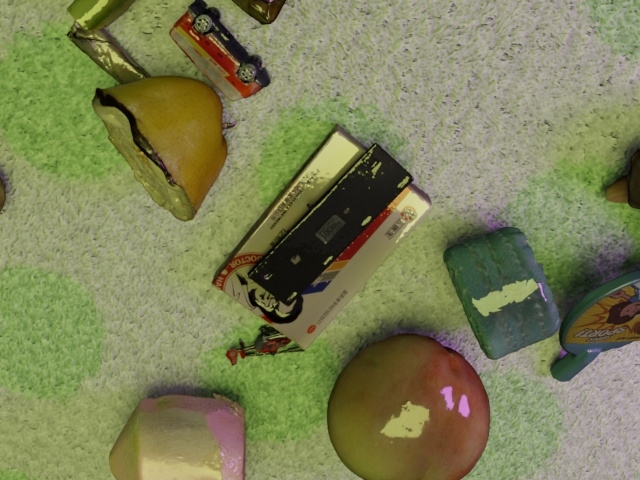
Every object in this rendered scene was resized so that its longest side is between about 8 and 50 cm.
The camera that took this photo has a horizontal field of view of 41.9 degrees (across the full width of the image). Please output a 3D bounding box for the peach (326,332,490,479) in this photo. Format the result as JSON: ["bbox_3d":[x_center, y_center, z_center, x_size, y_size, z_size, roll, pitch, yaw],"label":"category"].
[{"bbox_3d":[0.159,0.305,1.472,0.292,0.247,0.292,9,129,11],"label":"peach"}]

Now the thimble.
[{"bbox_3d":[0.309,0.090,1.428,0.143,0.198,0.235,-22,135,5],"label":"thimble"}]

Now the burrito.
[{"bbox_3d":[-0.337,-0.294,1.354,0.051,0.042,0.171,-43,109,14],"label":"burrito"}]

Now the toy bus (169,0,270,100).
[{"bbox_3d":[-0.161,-0.298,1.338,0.077,0.079,0.174,-36,108,21],"label":"toy bus"}]

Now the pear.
[{"bbox_3d":[-0.232,-0.176,1.335,0.178,0.267,0.267,-44,108,-17],"label":"pear"}]

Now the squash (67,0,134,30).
[{"bbox_3d":[-0.290,-0.430,1.282,0.083,0.083,0.250,38,106,-13],"label":"squash"}]

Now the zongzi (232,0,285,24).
[{"bbox_3d":[-0.104,-0.455,1.282,0.184,0.084,0.187,34,100,-2],"label":"zongzi"}]

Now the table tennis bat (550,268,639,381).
[{"bbox_3d":[0.501,0.150,1.451,0.215,0.044,0.329,0,141,-23],"label":"table tennis bat"}]

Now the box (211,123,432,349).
[{"bbox_3d":[0.000,0.000,1.457,0.214,0.069,0.353,37,107,-13],"label":"box"}]

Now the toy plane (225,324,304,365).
[{"bbox_3d":[-0.105,0.193,1.541,0.145,0.037,0.060,-15,120,0],"label":"toy plane"}]

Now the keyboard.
[{"bbox_3d":[0.012,-0.026,1.401,0.106,0.027,0.317,41,105,-18],"label":"keyboard"}]

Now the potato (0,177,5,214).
[{"bbox_3d":[-0.642,-0.100,1.382,0.251,0.113,0.149,26,104,-8],"label":"potato"}]

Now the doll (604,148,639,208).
[{"bbox_3d":[0.645,-0.027,1.377,0.318,0.209,0.340,-33,115,28],"label":"doll"}]

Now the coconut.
[{"bbox_3d":[-0.258,0.393,1.522,0.245,0.233,0.233,1,110,-2],"label":"coconut"}]
